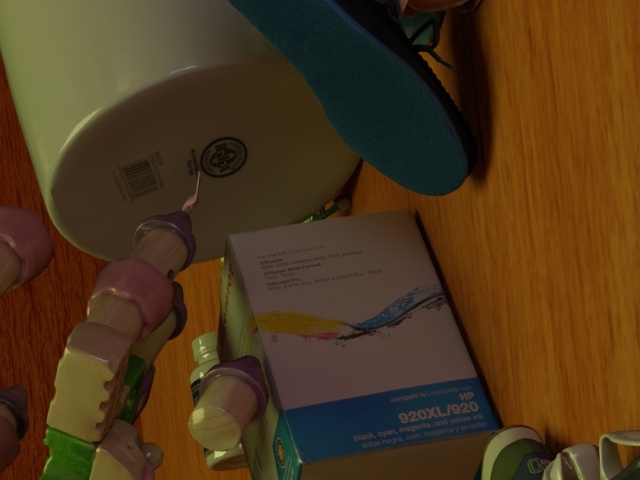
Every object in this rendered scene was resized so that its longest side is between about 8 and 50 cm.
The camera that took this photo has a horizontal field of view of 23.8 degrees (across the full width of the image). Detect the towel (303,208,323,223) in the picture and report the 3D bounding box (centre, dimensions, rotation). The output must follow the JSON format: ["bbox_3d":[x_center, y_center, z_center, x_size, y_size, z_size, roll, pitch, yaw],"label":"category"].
[{"bbox_3d":[-0.023,-0.050,1.625,0.113,0.023,0.152,-132,37,-63],"label":"towel"}]

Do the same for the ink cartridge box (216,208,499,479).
[{"bbox_3d":[0.021,0.119,1.273,0.171,0.168,0.232,101,156,-51],"label":"ink cartridge box"}]

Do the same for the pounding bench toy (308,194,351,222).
[{"bbox_3d":[0.000,0.000,1.486,0.052,0.065,0.083,-172,75,-74],"label":"pounding bench toy"}]

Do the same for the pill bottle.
[{"bbox_3d":[-0.118,0.206,1.970,0.094,0.094,0.169,116,143,-64],"label":"pill bottle"}]

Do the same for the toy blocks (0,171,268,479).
[{"bbox_3d":[-0.154,0.124,1.278,0.260,0.309,0.288,-61,-10,-57],"label":"toy blocks"}]

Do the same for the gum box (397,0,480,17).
[{"bbox_3d":[0.089,-0.243,1.038,0.188,0.062,0.107,118,142,-65],"label":"gum box"}]

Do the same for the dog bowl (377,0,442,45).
[{"bbox_3d":[0.020,-0.270,1.259,0.297,0.074,0.165,-118,25,-50],"label":"dog bowl"}]

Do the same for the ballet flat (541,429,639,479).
[{"bbox_3d":[0.177,0.151,0.913,0.203,0.074,0.074,138,123,-65],"label":"ballet flat"}]

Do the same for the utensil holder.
[{"bbox_3d":[-0.152,-0.215,1.465,0.327,0.328,0.385,103,151,-54],"label":"utensil holder"}]

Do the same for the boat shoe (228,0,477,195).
[{"bbox_3d":[0.034,-0.150,1.120,0.109,0.089,0.258,-24,113,36],"label":"boat shoe"}]

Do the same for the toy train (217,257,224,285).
[{"bbox_3d":[-0.102,0.012,1.757,0.248,0.105,0.143,-112,6,-75],"label":"toy train"}]

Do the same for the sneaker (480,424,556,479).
[{"bbox_3d":[0.146,0.234,1.069,0.086,0.064,0.192,-133,41,-73],"label":"sneaker"}]
